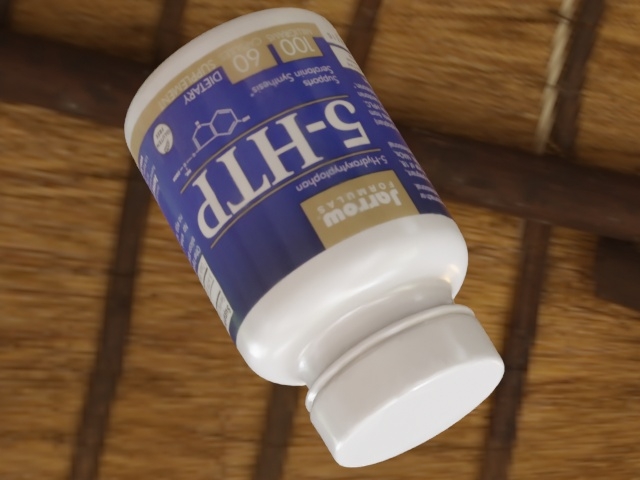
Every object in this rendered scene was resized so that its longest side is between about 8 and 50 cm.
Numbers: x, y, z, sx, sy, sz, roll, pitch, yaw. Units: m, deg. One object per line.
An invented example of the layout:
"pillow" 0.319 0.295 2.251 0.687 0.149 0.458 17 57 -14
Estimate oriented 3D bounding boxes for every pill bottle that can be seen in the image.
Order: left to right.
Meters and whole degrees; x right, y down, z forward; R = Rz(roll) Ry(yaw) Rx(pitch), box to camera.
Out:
"pill bottle" 0.000 0.000 0.823 0.112 0.112 0.187 -40 -113 22
